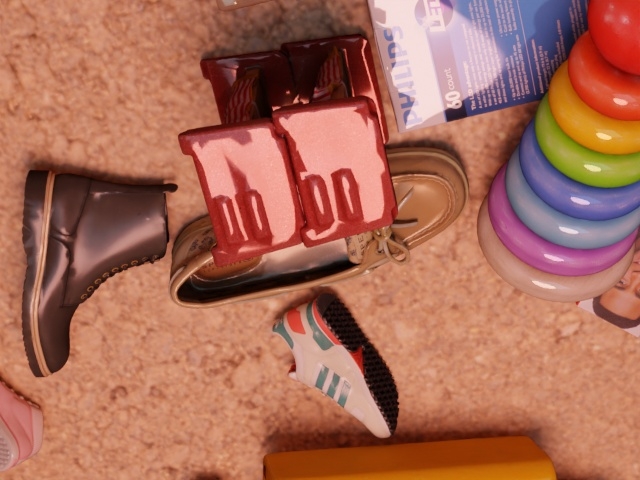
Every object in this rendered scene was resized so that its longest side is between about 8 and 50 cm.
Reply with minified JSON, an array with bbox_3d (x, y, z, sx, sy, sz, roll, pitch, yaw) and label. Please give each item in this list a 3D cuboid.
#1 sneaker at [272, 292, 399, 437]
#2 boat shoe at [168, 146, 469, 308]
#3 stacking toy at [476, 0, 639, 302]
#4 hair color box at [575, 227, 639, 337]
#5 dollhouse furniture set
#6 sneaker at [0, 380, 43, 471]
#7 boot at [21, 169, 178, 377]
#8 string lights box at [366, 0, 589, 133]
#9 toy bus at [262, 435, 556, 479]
[{"bbox_3d":[0.014,0.126,1.265,0.075,0.057,0.161,-22,112,27],"label":"sneaker"},{"bbox_3d":[0.000,0.000,1.187,0.285,0.089,0.104,-21,110,9],"label":"boat shoe"},{"bbox_3d":[0.221,-0.090,1.042,0.141,0.141,0.330,6,145,-2],"label":"stacking toy"},{"bbox_3d":[0.299,0.012,1.213,0.072,0.043,0.141,26,111,-10],"label":"hair color box"},{"bbox_3d":[-0.049,-0.197,1.050,0.152,0.201,0.374,-11,112,5],"label":"dollhouse furniture set"},{"bbox_3d":[-0.317,0.159,1.285,0.051,0.070,0.134,-35,78,23],"label":"sneaker"},{"bbox_3d":[-0.203,0.036,1.218,0.137,0.077,0.198,2,113,-6],"label":"boot"},{"bbox_3d":[0.175,-0.190,1.116,0.260,0.077,0.133,-12,111,6],"label":"string lights box"},{"bbox_3d":[0.116,0.265,1.261,0.333,0.108,0.130,-3,100,-9],"label":"toy bus"}]
